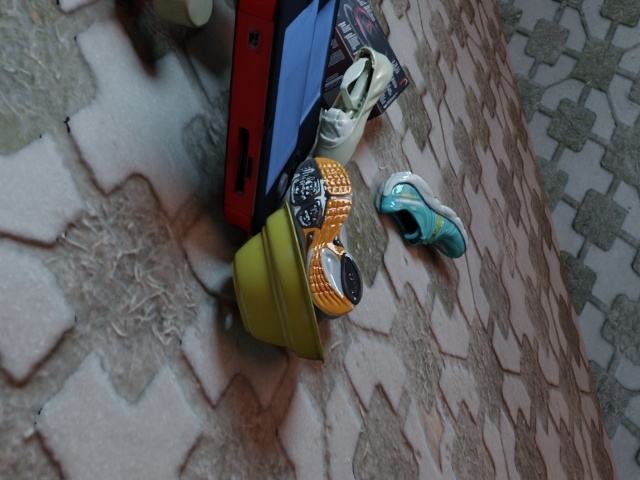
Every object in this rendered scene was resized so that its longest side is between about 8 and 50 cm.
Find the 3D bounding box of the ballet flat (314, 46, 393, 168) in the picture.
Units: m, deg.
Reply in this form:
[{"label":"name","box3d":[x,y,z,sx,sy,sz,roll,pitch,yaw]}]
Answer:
[{"label":"ballet flat","box3d":[0.046,-0.232,1.061,0.086,0.086,0.248,33,80,-42]}]

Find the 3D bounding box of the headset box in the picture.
[{"label":"headset box","box3d":[0.045,-0.394,1.204,0.293,0.110,0.218,59,34,-16]}]

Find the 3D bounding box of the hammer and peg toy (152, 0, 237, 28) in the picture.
[{"label":"hammer and peg toy","box3d":[-0.077,-0.444,0.799,0.361,0.127,0.266,-56,161,-33]}]

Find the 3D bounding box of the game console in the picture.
[{"label":"game console","box3d":[-0.035,-0.229,0.832,0.342,0.060,0.386,-59,166,-50]}]

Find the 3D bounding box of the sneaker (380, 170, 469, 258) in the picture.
[{"label":"sneaker","box3d":[0.219,-0.034,1.297,0.275,0.107,0.110,38,63,-32]}]

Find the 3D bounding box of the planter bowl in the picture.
[{"label":"planter bowl","box3d":[-0.062,0.064,0.779,0.217,0.090,0.217,167,-90,-87]}]

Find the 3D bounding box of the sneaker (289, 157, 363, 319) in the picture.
[{"label":"sneaker","box3d":[0.000,0.000,0.936,0.121,0.099,0.262,109,-22,-68]}]
